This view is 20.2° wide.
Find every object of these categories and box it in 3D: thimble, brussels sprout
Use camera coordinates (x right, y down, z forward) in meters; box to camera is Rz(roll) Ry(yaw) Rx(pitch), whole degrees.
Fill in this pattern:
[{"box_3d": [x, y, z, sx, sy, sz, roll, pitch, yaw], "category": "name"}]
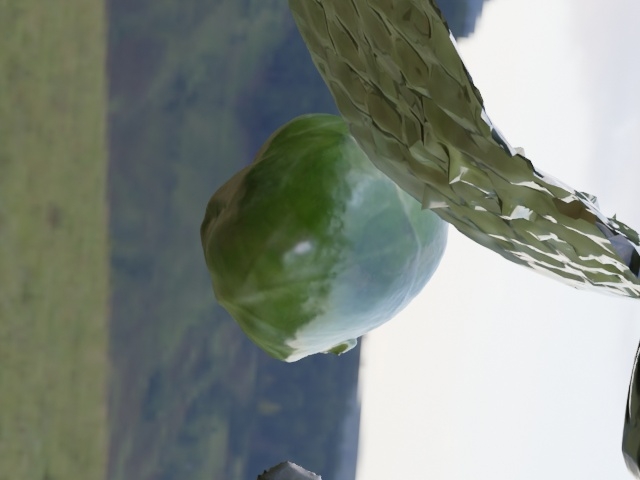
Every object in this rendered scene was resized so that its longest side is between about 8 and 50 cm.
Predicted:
[{"box_3d": [0.122, -0.111, 0.434, 0.150, 0.271, 0.270, -178, -87, -79], "category": "thimble"}, {"box_3d": [0.000, 0.000, 1.615, 0.244, 0.244, 0.244, -175, -90, -87], "category": "brussels sprout"}]

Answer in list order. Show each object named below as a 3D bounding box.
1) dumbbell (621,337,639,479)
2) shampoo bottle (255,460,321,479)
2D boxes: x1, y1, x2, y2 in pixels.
[{"box_3d": [0.340, 0.109, 1.031, 0.144, 0.325, 0.160, 100, 5, -58], "category": "dumbbell"}, {"box_3d": [-0.046, 0.241, 1.230, 0.227, 0.056, 0.086, 107, 10, -51], "category": "shampoo bottle"}]
